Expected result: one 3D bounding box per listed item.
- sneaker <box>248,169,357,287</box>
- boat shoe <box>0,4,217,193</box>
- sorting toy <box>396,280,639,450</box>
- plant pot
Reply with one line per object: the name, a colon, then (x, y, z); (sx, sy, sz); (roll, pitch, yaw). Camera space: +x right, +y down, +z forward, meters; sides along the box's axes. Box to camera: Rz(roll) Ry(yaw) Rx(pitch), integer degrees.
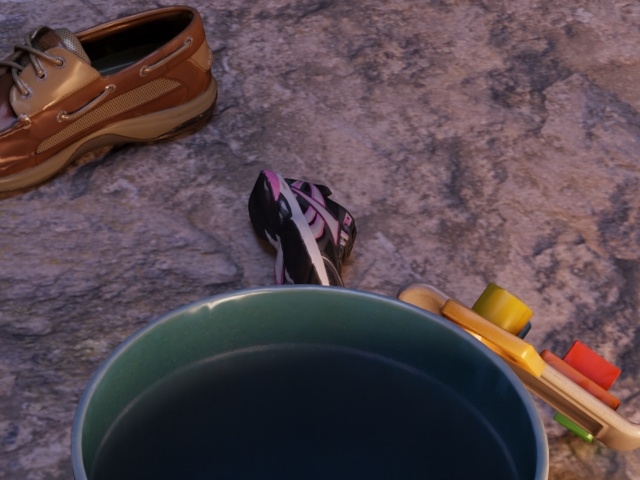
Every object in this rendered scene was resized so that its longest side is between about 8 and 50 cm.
sneaker: (0.000, 0.000, 1.524); (0.077, 0.072, 0.178); (1, 42, -21)
boat shoe: (-0.243, -0.141, 1.639); (0.324, 0.120, 0.122); (-22, 44, -29)
sorting toy: (0.151, 0.081, 1.261); (0.196, 0.347, 0.047); (31, 85, 10)
plant pot: (-0.012, 0.210, 1.098); (0.272, 0.255, 0.271); (3, 37, -2)
